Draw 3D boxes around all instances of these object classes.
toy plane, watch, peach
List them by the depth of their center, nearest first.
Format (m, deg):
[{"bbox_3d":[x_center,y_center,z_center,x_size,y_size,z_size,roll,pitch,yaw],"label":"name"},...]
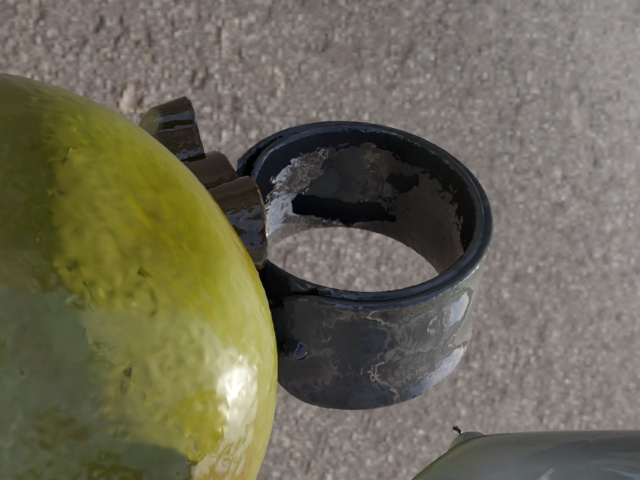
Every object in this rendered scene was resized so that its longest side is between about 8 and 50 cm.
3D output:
[{"bbox_3d":[0.151,0.148,0.527,0.252,0.252,0.118,32,50,-52],"label":"toy plane"},{"bbox_3d":[-0.174,0.061,0.607,0.281,0.315,0.314,-38,131,-7],"label":"peach"},{"bbox_3d":[0.000,0.000,1.099,0.326,0.335,0.314,-9,134,-17],"label":"watch"}]
